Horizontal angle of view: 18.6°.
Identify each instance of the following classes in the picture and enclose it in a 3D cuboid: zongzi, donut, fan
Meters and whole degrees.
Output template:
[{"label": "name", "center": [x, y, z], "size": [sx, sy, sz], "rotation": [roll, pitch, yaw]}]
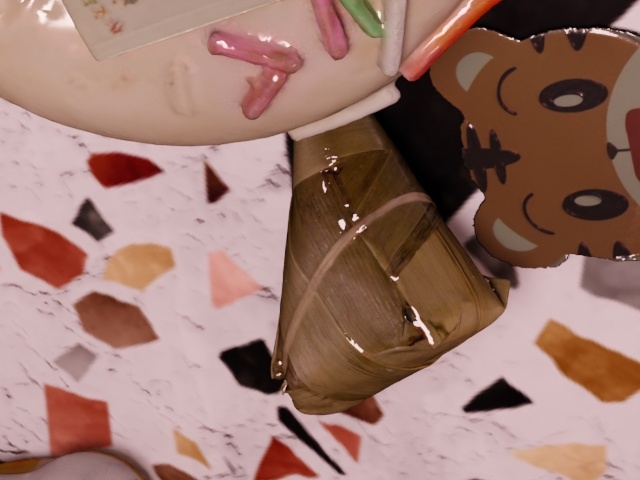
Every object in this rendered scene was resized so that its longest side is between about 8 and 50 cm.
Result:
[{"label": "zongzi", "center": [0.000, 0.000, 1.050], "size": [0.176, 0.078, 0.160], "rotation": [57, 138, 4]}, {"label": "donut", "center": [-0.072, -0.198, 0.861], "size": [0.382, 0.142, 0.383], "rotation": [8, 127, 10]}, {"label": "fan", "center": [0.174, -0.050, 0.988], "size": [0.226, 0.008, 0.152], "rotation": [-3, 125, 20]}]

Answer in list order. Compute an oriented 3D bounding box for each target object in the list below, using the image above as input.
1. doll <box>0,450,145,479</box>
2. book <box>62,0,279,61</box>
[{"label": "doll", "center": [-0.223, 0.196, 1.205], "size": [0.269, 0.167, 0.162], "rotation": [17, 128, 7]}, {"label": "book", "center": [-0.028, -0.171, 0.764], "size": [0.232, 0.022, 0.162], "rotation": [-16, 118, 23]}]
